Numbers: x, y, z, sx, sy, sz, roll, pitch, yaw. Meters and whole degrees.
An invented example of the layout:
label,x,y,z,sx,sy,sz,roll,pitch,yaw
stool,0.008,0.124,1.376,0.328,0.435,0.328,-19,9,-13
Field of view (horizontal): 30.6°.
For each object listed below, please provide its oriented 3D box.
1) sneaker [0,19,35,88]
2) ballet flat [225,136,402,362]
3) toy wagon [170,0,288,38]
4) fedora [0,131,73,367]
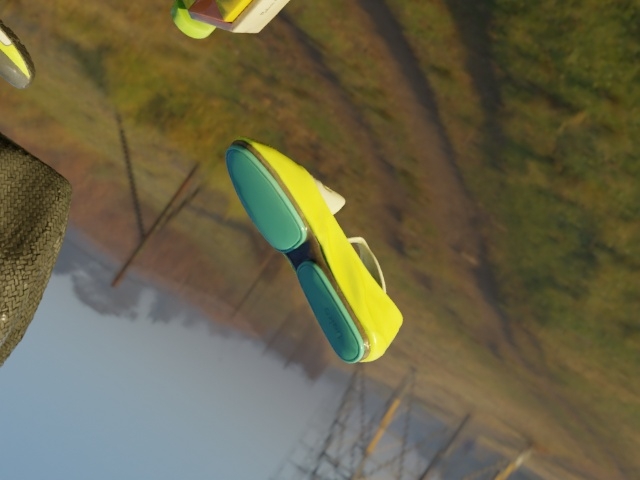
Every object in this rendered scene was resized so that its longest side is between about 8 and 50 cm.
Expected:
label,x,y,z,sx,sy,sz,roll,pitch,yaw
sneaker,-0.491,-0.263,1.436,0.300,0.121,0.111,31,-177,-6
ballet flat,0.000,0.000,1.043,0.231,0.077,0.077,59,147,-2
toy wagon,-0.119,-0.406,1.316,0.068,0.267,0.344,-9,-110,-44
fedora,-0.307,0.024,0.957,0.153,0.334,0.334,27,176,-6
